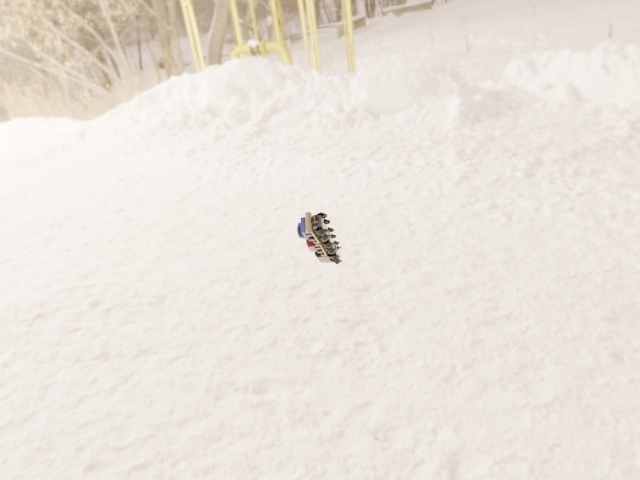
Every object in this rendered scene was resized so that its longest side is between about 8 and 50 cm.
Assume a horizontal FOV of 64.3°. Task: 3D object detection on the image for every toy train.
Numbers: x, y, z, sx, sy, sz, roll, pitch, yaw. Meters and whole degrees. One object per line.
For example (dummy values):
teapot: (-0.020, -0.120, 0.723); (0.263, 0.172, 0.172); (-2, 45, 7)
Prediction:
toy train: (0.000, 0.000, 0.605); (0.036, 0.027, 0.158); (-5, -18, 8)
